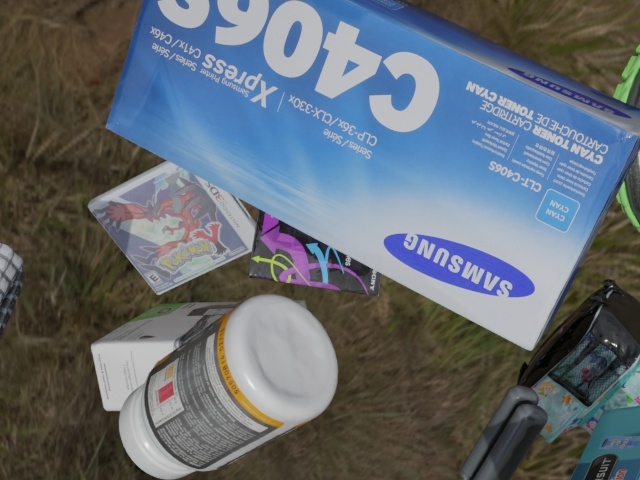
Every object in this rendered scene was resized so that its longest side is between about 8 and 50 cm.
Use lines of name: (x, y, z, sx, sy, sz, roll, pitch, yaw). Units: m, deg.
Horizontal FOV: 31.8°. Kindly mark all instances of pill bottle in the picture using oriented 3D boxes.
pill bottle: (-0.121, 0.190, 1.385, 0.162, 0.278, 0.162, 25, 48, -32)

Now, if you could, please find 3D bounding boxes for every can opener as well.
can opener: (0.233, 0.319, 1.514, 0.093, 0.280, 0.074, 10, 29, -19)

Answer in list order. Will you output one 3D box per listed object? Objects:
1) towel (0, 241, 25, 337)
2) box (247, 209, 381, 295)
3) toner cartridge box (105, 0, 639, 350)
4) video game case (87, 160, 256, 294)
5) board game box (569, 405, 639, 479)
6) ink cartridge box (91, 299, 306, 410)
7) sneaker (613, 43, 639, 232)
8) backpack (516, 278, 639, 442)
towel: (-0.472, 0.094, 1.193, 0.284, 0.121, 0.235, 8, 54, 12)
box: (0.000, 0.000, 1.363, 0.162, 0.029, 0.116, 8, 89, -5)
toner cartridge box: (0.031, -0.082, 0.777, 0.348, 0.165, 0.075, 27, 25, 14)
video game case: (-0.211, -0.026, 1.662, 0.183, 0.201, 0.023, 55, 23, -25)
board game box: (0.318, 0.359, 1.135, 0.336, 0.079, 0.253, -39, 111, -55)
ink cartridge box: (-0.171, 0.172, 1.693, 0.273, 0.198, 0.114, -3, 104, 25)
sneaker: (0.548, -0.225, 1.523, 0.185, 0.202, 0.482, 25, 92, -47)
backpack: (0.435, 0.216, 1.834, 0.191, 0.253, 0.225, 47, 25, 6)
